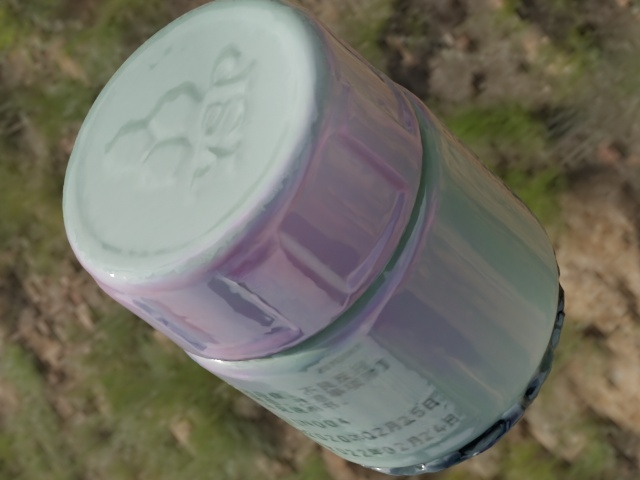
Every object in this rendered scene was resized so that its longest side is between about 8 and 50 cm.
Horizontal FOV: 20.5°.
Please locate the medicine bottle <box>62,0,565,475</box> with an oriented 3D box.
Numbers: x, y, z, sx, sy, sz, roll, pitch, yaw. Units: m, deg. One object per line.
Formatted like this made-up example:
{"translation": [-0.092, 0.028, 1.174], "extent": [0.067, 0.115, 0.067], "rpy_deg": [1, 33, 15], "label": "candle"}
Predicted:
{"translation": [0.000, 0.000, 0.679], "extent": [0.135, 0.135, 0.168], "rpy_deg": [8, 158, 41], "label": "medicine bottle"}
